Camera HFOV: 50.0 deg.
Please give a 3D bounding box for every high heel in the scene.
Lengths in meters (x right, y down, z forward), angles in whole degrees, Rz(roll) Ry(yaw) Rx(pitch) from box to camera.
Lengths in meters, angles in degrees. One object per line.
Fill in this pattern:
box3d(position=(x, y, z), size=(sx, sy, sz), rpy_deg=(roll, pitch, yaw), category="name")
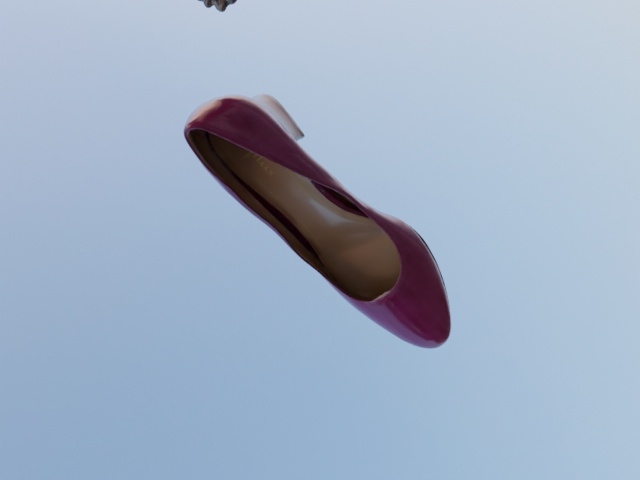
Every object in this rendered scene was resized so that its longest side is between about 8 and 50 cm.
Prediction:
box3d(position=(0.000, 0.000, 0.752), size=(0.377, 0.127, 0.181), rpy_deg=(46, -154, -1), category="high heel")

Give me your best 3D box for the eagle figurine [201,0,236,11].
box3d(position=(-0.069, -0.446, 0.780), size=(0.298, 0.225, 0.226), rpy_deg=(-57, -39, -25), category="eagle figurine")
